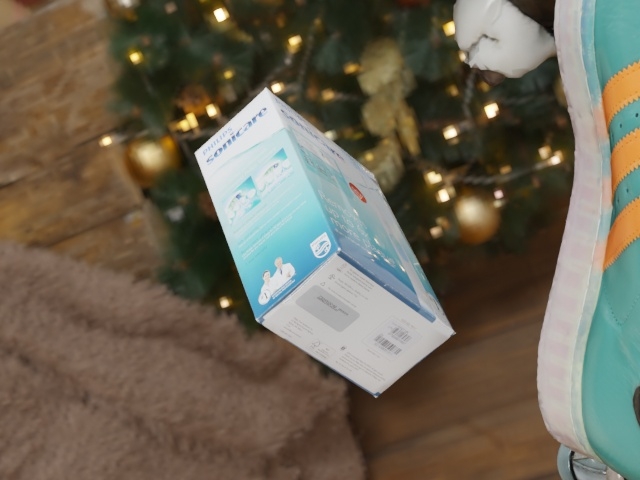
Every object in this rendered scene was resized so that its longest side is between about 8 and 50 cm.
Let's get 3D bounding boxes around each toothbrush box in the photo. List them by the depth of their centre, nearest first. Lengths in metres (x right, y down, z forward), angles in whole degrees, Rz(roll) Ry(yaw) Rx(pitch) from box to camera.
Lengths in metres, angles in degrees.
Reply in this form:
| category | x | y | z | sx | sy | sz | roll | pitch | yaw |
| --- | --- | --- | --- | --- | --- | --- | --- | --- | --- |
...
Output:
| category | x | y | z | sx | sy | sz | roll | pitch | yaw |
| --- | --- | --- | --- | --- | --- | --- | --- | --- | --- |
| toothbrush box | 0.000 | 0.000 | 1.570 | 0.216 | 0.126 | 0.295 | 36 | 19 | -39 |

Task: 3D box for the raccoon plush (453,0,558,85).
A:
| category | x | y | z | sx | sy | sz | roll | pitch | yaw |
| --- | --- | --- | --- | --- | --- | --- | --- | --- | --- |
| raccoon plush | 0.153 | -0.298 | 0.734 | 0.299 | 0.446 | 0.216 | 21 | 31 | -7 |

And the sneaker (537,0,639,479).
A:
| category | x | y | z | sx | sy | sz | roll | pitch | yaw |
| --- | --- | --- | --- | --- | --- | --- | --- | --- | --- |
| sneaker | 0.172 | -0.033 | 0.592 | 0.108 | 0.121 | 0.302 | -7 | 106 | -31 |

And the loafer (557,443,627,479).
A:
| category | x | y | z | sx | sy | sz | roll | pitch | yaw |
| --- | --- | --- | --- | --- | --- | --- | --- | --- | --- |
| loafer | 0.359 | 0.167 | 1.498 | 0.096 | 0.084 | 0.267 | 49 | 64 | -24 |
